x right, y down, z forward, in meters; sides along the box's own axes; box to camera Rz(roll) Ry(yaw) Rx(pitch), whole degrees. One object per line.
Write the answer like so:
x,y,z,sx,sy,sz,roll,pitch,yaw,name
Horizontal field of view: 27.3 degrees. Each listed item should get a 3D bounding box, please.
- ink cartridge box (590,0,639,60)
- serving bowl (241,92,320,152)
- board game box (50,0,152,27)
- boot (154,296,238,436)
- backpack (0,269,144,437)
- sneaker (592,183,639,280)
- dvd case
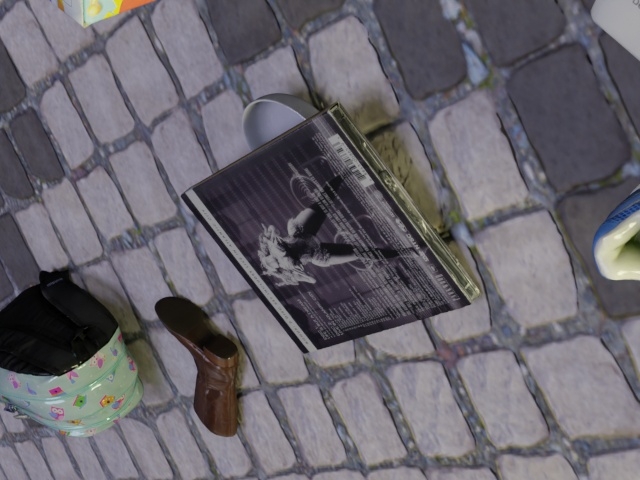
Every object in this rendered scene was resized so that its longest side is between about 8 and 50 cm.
0.258,-0.139,0.467,0.211,0.121,0.289,47,143,20,ink cartridge box
-0.016,-0.073,0.945,0.083,0.027,0.083,30,144,24,serving bowl
-0.046,-0.236,0.657,0.144,0.275,0.142,39,140,30,board game box
-0.113,0.118,1.209,0.106,0.037,0.114,39,145,33,boot
-0.260,0.118,1.320,0.182,0.152,0.115,14,140,44,backpack
0.229,0.008,0.643,0.211,0.081,0.080,4,115,50,sneaker
0.000,0.000,0.963,0.164,0.018,0.221,52,146,-10,dvd case
